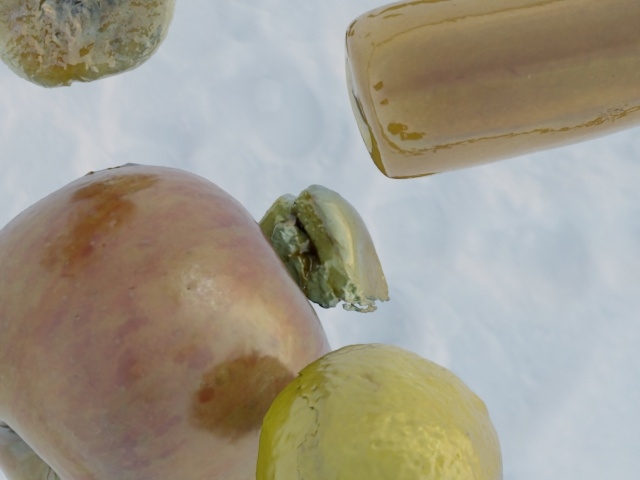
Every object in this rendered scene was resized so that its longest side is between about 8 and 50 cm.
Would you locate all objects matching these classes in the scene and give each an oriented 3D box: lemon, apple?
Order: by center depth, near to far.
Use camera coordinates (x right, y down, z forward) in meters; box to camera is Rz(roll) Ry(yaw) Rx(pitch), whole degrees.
[{"bbox_3d":[0.047,0.186,1.310,0.204,0.260,0.204,2,111,4],"label":"lemon"},{"bbox_3d":[-0.180,0.125,1.558,0.334,0.400,0.400,-28,113,-13],"label":"apple"}]

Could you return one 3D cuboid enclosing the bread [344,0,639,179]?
[{"bbox_3d":[0.133,-0.093,0.806,0.239,0.074,0.092,-13,111,0],"label":"bread"}]

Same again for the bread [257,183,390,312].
[{"bbox_3d":[0.005,0.000,1.674,0.156,0.103,0.110,21,105,17],"label":"bread"}]

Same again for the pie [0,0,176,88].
[{"bbox_3d":[-0.253,-0.242,1.603,0.218,0.052,0.185,25,101,-30],"label":"pie"}]
